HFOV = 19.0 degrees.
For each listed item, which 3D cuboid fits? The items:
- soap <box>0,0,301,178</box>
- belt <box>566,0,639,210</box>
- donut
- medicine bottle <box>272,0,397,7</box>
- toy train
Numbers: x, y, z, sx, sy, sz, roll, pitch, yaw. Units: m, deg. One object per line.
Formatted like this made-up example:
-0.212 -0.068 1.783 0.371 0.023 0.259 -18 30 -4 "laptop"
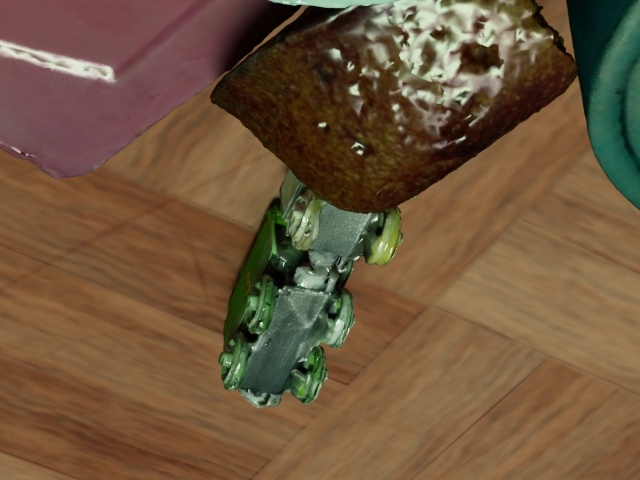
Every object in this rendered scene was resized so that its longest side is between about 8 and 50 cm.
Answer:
-0.162 -0.199 0.721 0.359 0.128 0.233 32 130 -30 "soap"
0.303 -0.149 0.741 0.436 0.173 0.300 -18 142 23 "belt"
0.036 -0.071 0.775 0.141 0.217 0.085 -38 93 12 "donut"
0.006 -0.220 0.558 0.158 0.318 0.158 0 138 0 "medicine bottle"
0.000 0.000 0.968 0.060 0.081 0.202 14 128 -15 "toy train"
